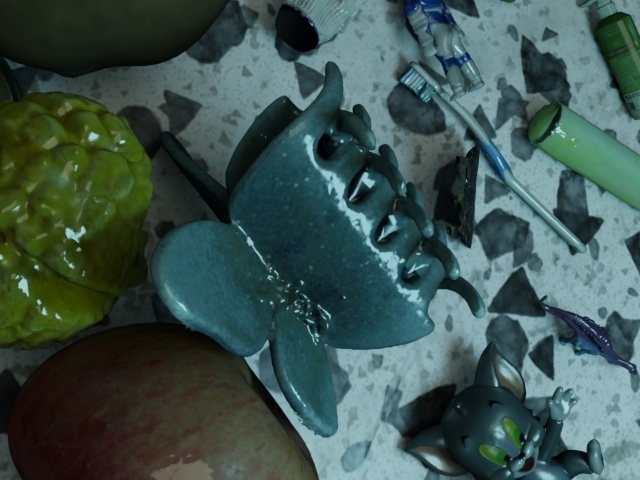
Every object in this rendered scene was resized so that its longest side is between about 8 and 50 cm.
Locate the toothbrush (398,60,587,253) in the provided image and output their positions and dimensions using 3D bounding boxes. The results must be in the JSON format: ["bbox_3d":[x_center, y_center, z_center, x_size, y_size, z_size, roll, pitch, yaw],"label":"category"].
[{"bbox_3d":[0.257,-0.115,1.482,0.386,0.040,0.040,42,67,-15],"label":"toothbrush"}]

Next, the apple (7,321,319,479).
[{"bbox_3d":[-0.145,0.237,1.078,0.269,0.345,0.345,-34,98,-23],"label":"apple"}]

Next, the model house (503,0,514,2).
[{"bbox_3d":[0.293,-0.477,1.498,0.325,0.194,0.267,29,68,-34],"label":"model house"}]

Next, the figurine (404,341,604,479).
[{"bbox_3d":[0.275,0.271,1.384,0.265,0.140,0.193,32,93,-32],"label":"figurine"}]

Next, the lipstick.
[{"bbox_3d":[0.444,-0.109,1.555,0.304,0.076,0.076,27,72,-20],"label":"lipstick"}]

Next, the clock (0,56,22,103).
[{"bbox_3d":[-0.438,-0.140,1.137,0.226,0.049,0.226,4,82,-27],"label":"clock"}]

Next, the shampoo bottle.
[{"bbox_3d":[0.470,-0.289,1.602,0.065,0.065,0.204,-28,95,-27],"label":"shampoo bottle"}]

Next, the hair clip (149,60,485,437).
[{"bbox_3d":[0.000,0.000,1.143,0.238,0.392,0.318,-33,115,9],"label":"hair clip"}]

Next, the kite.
[{"bbox_3d":[0.183,-0.059,1.334,0.015,0.285,0.152,5,93,13],"label":"kite"}]

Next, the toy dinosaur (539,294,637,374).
[{"bbox_3d":[0.380,0.136,1.484,0.197,0.080,0.045,38,71,-17],"label":"toy dinosaur"}]

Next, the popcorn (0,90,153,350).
[{"bbox_3d":[-0.289,-0.016,1.076,0.258,0.224,0.270,-26,122,-47],"label":"popcorn"}]

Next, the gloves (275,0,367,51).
[{"bbox_3d":[0.017,-0.346,1.366,0.119,0.097,0.229,47,68,-24],"label":"gloves"}]

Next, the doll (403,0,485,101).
[{"bbox_3d":[0.155,-0.306,1.451,0.114,0.057,0.227,-31,97,-52],"label":"doll"}]

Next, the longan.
[{"bbox_3d":[-0.249,-0.330,1.138,0.350,0.288,0.288,-18,91,-22],"label":"longan"}]
